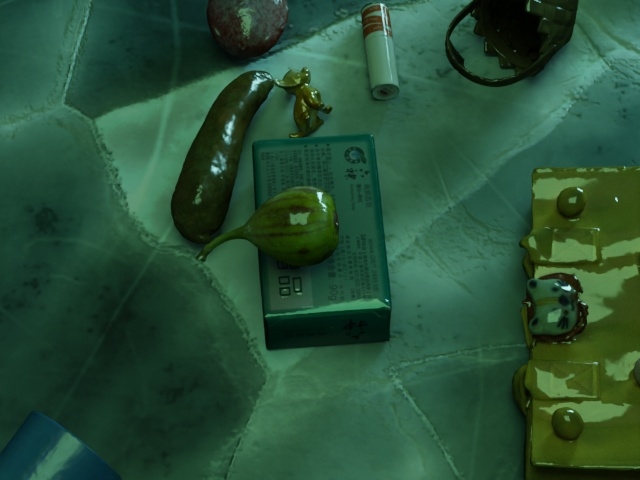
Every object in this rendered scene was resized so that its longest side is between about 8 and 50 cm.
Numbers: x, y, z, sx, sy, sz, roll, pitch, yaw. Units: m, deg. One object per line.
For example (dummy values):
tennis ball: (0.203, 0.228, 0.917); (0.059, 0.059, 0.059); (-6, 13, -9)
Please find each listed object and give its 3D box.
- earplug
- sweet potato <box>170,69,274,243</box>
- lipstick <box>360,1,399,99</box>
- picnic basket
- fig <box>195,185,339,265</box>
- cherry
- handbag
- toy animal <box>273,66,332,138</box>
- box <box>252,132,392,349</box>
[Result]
earplug: (-0.345, 0.327, 1.617); (0.132, 0.132, 0.273); (33, 70, 17)
sweet potato: (-0.125, -0.115, 1.892); (0.075, 0.075, 0.273); (13, 58, 7)
lipstick: (0.077, -0.247, 1.978); (0.038, 0.038, 0.131); (-4, 61, -2)
picnic basket: (0.240, -0.268, 1.932); (0.178, 0.138, 0.128); (-36, 64, -20)
fig: (-0.058, -0.004, 1.713); (0.166, 0.093, 0.093); (-17, 62, -9)
cherry: (-0.092, -0.326, 2.000); (0.107, 0.090, 0.226); (-5, 52, 11)
handbag: (0.365, 0.099, 1.746); (0.282, 0.133, 0.401); (2, 61, 7)
toy animal: (-0.030, -0.179, 1.939); (0.083, 0.060, 0.081); (42, 105, 21)
box: (0.000, 0.000, 1.813); (0.153, 0.092, 0.245); (-3, 60, -1)
